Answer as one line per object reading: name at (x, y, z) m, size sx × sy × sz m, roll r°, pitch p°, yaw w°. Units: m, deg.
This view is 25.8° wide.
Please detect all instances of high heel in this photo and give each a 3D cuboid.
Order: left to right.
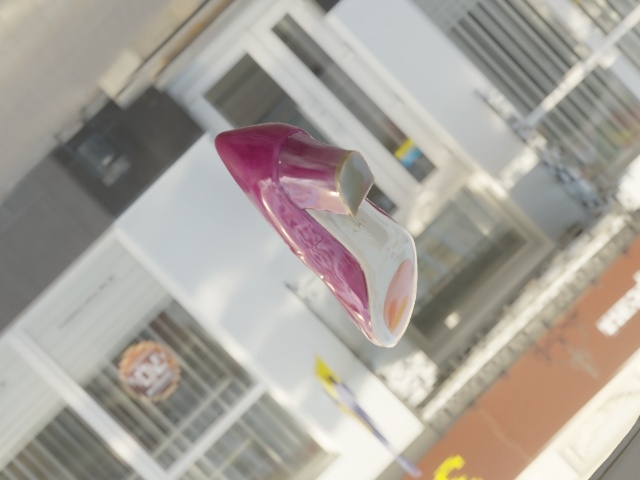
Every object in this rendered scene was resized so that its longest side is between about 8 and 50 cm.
high heel at (0.000, 0.000, 1.106) m, size 0.082 × 0.117 × 0.244 m, roll -62°, pitch 149°, yaw -22°

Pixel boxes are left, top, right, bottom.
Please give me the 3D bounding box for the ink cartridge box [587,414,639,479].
ink cartridge box at (0.178, 0.165, 0.394) m, size 0.197 × 0.114 × 0.273 m, roll -51°, pitch -145°, yaw 2°
